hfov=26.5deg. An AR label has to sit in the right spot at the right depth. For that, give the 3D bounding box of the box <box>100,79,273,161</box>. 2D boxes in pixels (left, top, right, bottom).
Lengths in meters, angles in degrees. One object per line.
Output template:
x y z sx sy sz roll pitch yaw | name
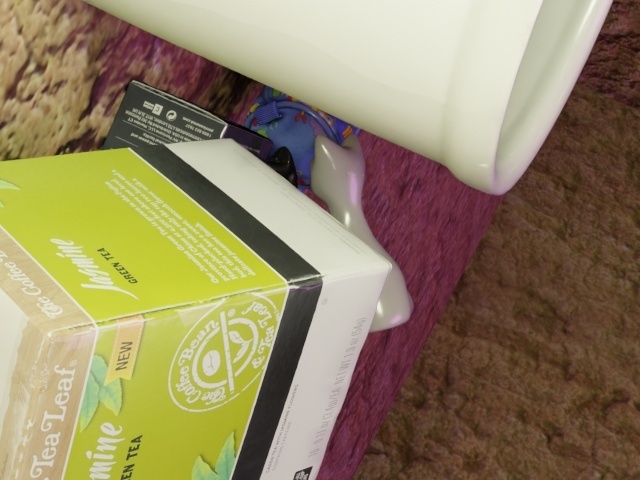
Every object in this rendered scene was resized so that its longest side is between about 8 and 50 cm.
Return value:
-0.150 -0.031 1.305 0.207 0.108 0.153 -65 166 3 | box

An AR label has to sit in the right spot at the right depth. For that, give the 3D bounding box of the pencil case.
0.016 -0.200 1.532 0.119 0.133 0.306 -20 -148 42 | pencil case

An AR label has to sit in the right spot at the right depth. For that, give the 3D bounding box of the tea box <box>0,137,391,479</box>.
-0.165 0.120 1.075 0.323 0.220 0.329 -11 128 -42 | tea box

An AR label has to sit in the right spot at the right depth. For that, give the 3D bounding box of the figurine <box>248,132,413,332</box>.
0.000 0.000 1.344 0.215 0.092 0.209 -19 98 -56 | figurine

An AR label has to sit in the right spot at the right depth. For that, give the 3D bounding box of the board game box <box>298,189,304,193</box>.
-0.052 -0.097 1.675 0.210 0.047 0.160 -70 165 14 | board game box

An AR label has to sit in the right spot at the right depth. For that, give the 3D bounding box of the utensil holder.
0.018 -0.257 0.967 0.328 0.385 0.328 -57 164 -27 | utensil holder
